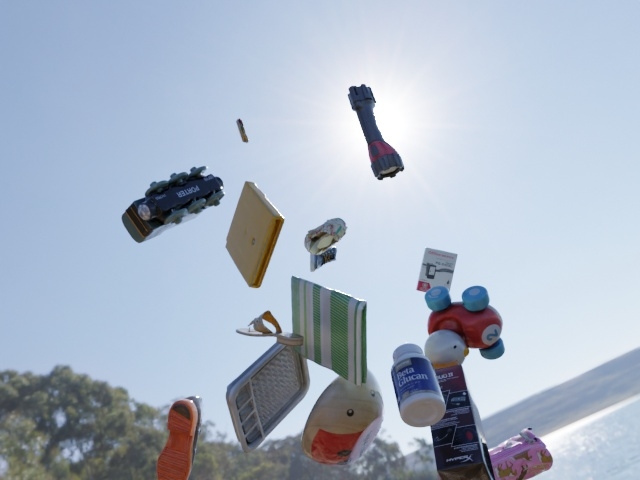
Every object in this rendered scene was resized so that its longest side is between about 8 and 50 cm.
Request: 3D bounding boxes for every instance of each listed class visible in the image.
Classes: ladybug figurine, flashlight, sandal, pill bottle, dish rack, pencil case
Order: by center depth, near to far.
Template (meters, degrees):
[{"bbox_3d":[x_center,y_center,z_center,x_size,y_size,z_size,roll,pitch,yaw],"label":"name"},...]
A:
[{"bbox_3d":[0.199,0.299,1.252,0.094,0.169,0.094,-2,-58,-3],"label":"pill bottle"},{"bbox_3d":[-0.142,0.239,1.695,0.240,0.079,0.088,6,3,39],"label":"sandal"},{"bbox_3d":[0.084,0.569,1.852,0.305,0.162,0.449,-36,-29,-28],"label":"ladybug figurine"},{"bbox_3d":[-0.169,0.466,1.870,0.333,0.072,0.285,-38,-47,-38],"label":"dish rack"},{"bbox_3d":[0.173,-0.345,1.881,0.103,0.304,0.103,-14,-18,-9],"label":"flashlight"},{"bbox_3d":[0.596,0.786,2.048,0.386,0.167,0.160,-20,1,-9],"label":"pencil case"}]

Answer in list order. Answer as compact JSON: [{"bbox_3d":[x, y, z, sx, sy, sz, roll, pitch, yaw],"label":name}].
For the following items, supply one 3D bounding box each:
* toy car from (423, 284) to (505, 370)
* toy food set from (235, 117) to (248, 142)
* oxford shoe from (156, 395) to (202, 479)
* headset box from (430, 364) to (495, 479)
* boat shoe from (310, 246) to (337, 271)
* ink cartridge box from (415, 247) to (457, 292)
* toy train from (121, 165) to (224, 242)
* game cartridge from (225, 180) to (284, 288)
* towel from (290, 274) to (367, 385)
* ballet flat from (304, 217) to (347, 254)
[{"bbox_3d":[0.368,0.278,1.607,0.210,0.219,0.238,-4,33,35],"label":"toy car"},{"bbox_3d":[-0.254,-0.356,1.922,0.020,0.082,0.083,-18,19,-6],"label":"toy food set"},{"bbox_3d":[-0.477,0.726,2.096,0.133,0.130,0.363,-4,-71,-72],"label":"oxford shoe"},{"bbox_3d":[0.338,0.466,1.455,0.110,0.293,0.218,-16,-51,13],"label":"headset box"},{"bbox_3d":[0.011,0.059,2.103,0.083,0.065,0.183,2,21,8],"label":"boat shoe"},{"bbox_3d":[0.387,0.104,1.981,0.109,0.150,0.063,12,-2,9],"label":"ink cartridge box"},{"bbox_3d":[-0.431,-0.109,1.767,0.190,0.142,0.334,-35,0,35],"label":"toy train"},{"bbox_3d":[-0.247,-0.028,2.152,0.053,0.323,0.285,10,-67,-30],"label":"game cartridge"},{"bbox_3d":[0.019,0.247,1.677,0.038,0.247,0.325,-9,14,-35],"label":"towel"},{"bbox_3d":[0.000,0.000,1.881,0.077,0.091,0.241,-60,9,-33],"label":"ballet flat"}]
